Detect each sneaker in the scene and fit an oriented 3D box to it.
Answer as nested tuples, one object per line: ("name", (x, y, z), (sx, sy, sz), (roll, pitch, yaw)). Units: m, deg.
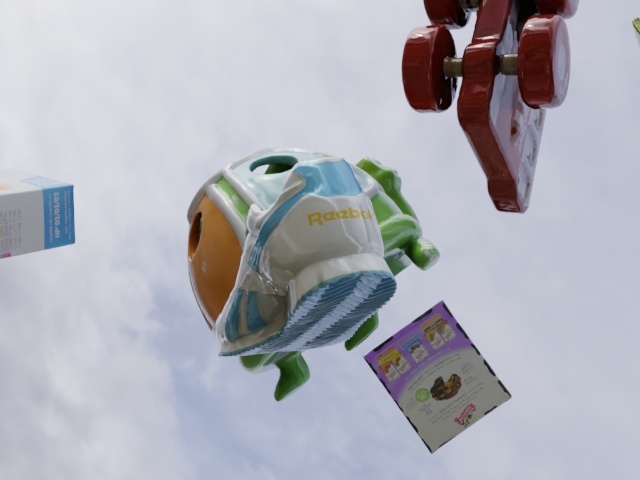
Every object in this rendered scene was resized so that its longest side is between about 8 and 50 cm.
("sneaker", (-0.019, 0.025, 0.560), (0.229, 0.087, 0.092), (136, -54, -58))

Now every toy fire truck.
("toy fire truck", (0.229, -0.215, 0.982), (0.169, 0.302, 0.254), (2, -27, 27))

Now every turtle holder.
("turtle holder", (-0.003, -0.003, 0.915), (0.227, 0.320, 0.243), (48, -16, 13))

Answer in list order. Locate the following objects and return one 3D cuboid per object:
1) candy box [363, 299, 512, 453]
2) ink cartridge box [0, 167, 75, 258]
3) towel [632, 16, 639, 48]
("candy box", (0.193, 0.226, 1.349), (0.196, 0.165, 0.070), (55, 0, 8))
("ink cartridge box", (-0.325, -0.020, 0.715), (0.104, 0.181, 0.061), (14, -72, 34))
("towel", (0.378, -0.123, 0.832), (0.021, 0.102, 0.237), (-29, -44, 17))
